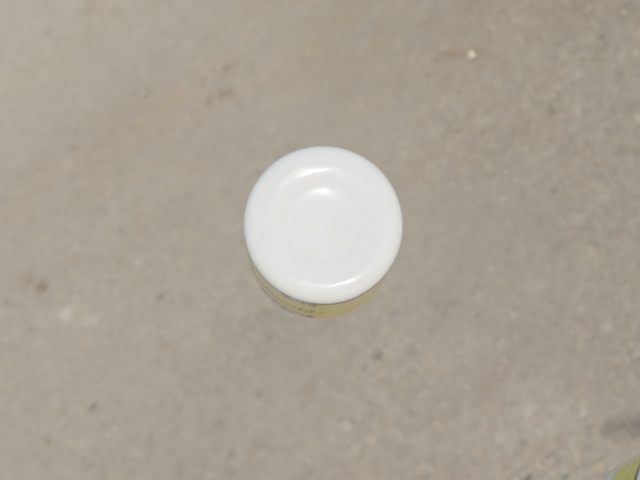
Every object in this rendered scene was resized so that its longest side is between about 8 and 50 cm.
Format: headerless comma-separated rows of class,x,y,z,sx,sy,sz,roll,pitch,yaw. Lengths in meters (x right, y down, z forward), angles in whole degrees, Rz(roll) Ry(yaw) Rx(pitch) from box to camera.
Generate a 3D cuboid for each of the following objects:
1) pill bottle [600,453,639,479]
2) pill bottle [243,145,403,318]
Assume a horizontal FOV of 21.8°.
pill bottle,0.183,0.146,0.897,0.065,0.065,0.116,-51,-4,-20
pill bottle,0.000,0.000,1.137,0.103,0.103,0.184,-41,-5,-6
